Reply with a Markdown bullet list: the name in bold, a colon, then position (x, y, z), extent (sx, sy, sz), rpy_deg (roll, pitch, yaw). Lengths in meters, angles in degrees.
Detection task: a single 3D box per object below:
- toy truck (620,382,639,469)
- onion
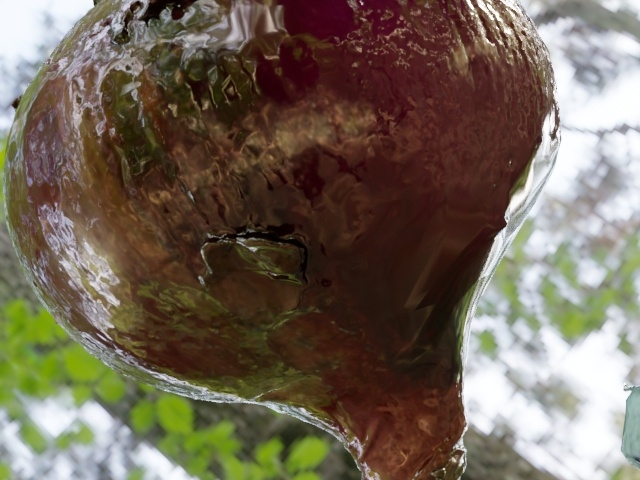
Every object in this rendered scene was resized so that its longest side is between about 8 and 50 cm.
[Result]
- **toy truck**: position (0.186, 0.116, 0.531), extent (0.305, 0.162, 0.136), rpy_deg (14, -98, -62)
- **onion**: position (0.000, 0.000, 1.197), extent (0.348, 0.348, 0.385), rpy_deg (-22, -95, -28)
